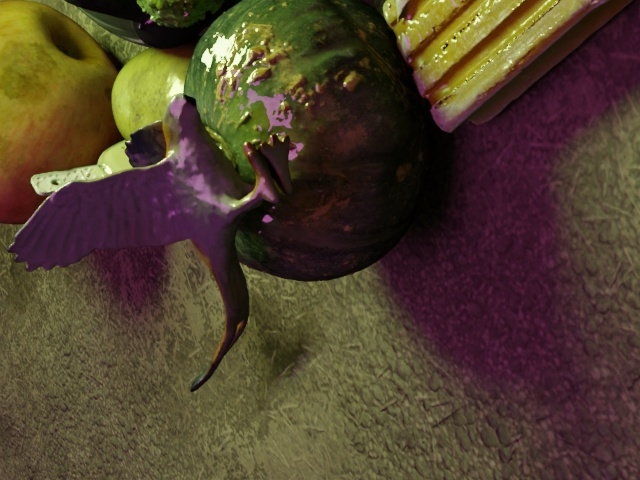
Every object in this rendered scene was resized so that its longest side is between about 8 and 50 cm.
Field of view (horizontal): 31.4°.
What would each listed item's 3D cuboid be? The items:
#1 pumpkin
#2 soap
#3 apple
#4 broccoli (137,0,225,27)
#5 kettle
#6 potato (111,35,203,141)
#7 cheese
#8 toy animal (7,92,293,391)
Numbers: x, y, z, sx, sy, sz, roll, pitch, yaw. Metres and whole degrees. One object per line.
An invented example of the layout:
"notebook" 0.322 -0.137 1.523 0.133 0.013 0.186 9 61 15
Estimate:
"pumpkin" -0.014 -0.125 1.322 0.291 0.257 0.327 42 140 41
"soap" 0.190 -0.252 1.157 0.274 0.089 0.173 -40 69 50
"apple" -0.490 -0.215 1.843 0.364 0.364 0.363 21 118 47
"broccoli" -0.152 -0.430 1.374 0.254 0.302 0.186 46 175 -15
"kettle" -0.250 -0.371 1.548 0.207 0.251 0.271 -42 52 2
"potato" -0.194 -0.196 1.623 0.228 0.148 0.197 -20 53 43
"cheese" -0.312 -0.104 1.725 0.127 0.255 0.050 55 141 34
"toy animal" -0.128 0.004 1.218 0.302 0.225 0.284 -29 101 40
